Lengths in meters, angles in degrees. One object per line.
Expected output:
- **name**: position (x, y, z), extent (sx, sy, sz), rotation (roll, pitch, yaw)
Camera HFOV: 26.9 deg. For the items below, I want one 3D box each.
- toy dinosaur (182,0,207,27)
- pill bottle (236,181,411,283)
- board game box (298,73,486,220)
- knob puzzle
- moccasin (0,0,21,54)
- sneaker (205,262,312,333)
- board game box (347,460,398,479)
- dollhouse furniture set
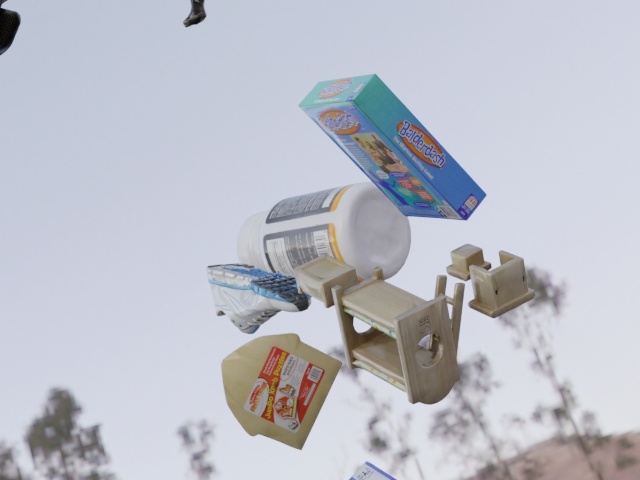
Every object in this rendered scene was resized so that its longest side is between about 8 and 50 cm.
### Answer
- **toy dinosaur**: position (-0.134, -0.362, 1.623), extent (0.313, 0.160, 0.121), rotation (-29, -4, -26)
- **pill bottle**: position (0.000, 0.000, 2.194), extent (0.162, 0.162, 0.278), rotation (4, -9, -43)
- **board game box**: position (0.086, -0.112, 1.643), extent (0.047, 0.210, 0.160), rotation (-51, 21, -14)
- **knob puzzle**: position (-0.085, 0.247, 2.320), extent (0.213, 0.213, 0.030), rotation (-14, 4, -13)
- **moccasin**: position (-0.334, -0.211, 1.231), extent (0.342, 0.117, 0.137), rotation (-24, 18, 41)
- **sneaker**: position (-0.074, 0.081, 1.694), extent (0.071, 0.083, 0.191), rotation (-7, 11, -36)
- **board game box**: position (-0.017, 0.460, 1.590), extent (0.347, 0.078, 0.233), rotation (-42, -34, -31)
- **dollhouse furniture set**: position (0.095, 0.067, 1.338), extent (0.161, 0.182, 0.101), rotation (-24, -64, -26)
